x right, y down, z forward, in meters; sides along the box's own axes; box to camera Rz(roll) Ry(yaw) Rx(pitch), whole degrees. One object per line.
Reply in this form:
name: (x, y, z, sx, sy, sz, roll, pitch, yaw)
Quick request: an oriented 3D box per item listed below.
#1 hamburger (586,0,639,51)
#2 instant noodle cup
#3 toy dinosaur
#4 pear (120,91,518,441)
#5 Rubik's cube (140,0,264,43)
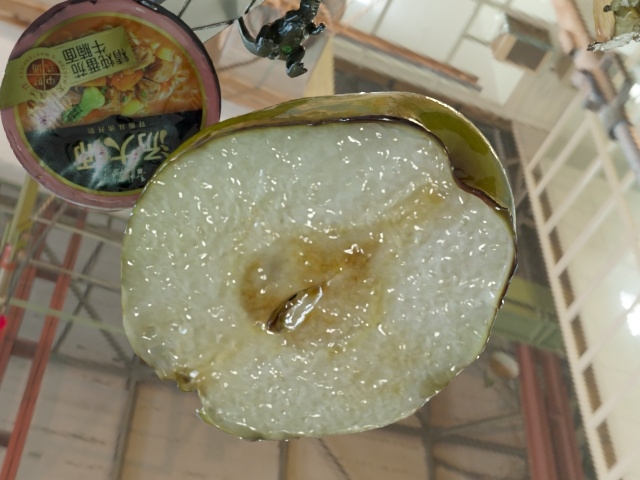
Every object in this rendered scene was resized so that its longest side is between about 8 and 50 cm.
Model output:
hamburger: (0.312, -0.278, 0.899, 0.155, 0.245, 0.282, -11, -164, 9)
instant noodle cup: (-0.249, -0.132, 1.173, 0.244, 0.255, 0.244, 2, -98, -15)
toy dinosaur: (-0.043, -0.325, 1.467, 0.087, 0.187, 0.179, 34, -149, -26)
pear: (0.000, 0.000, 0.970, 0.340, 0.386, 0.191, 46, -153, -20)
Rubik's cube: (-0.186, -0.422, 1.418, 0.205, 0.205, 0.207, 58, -175, 12)
